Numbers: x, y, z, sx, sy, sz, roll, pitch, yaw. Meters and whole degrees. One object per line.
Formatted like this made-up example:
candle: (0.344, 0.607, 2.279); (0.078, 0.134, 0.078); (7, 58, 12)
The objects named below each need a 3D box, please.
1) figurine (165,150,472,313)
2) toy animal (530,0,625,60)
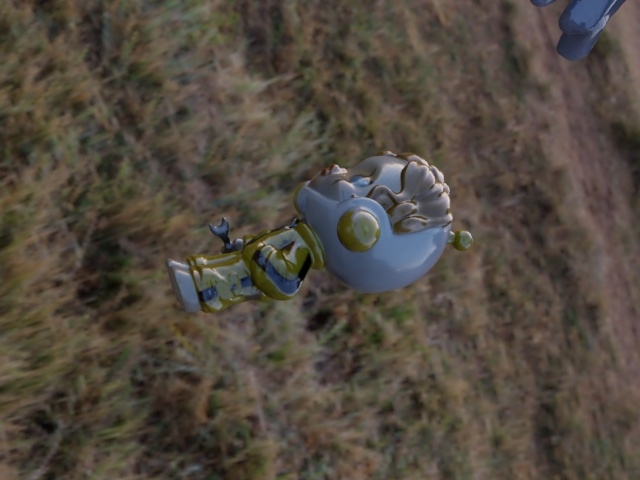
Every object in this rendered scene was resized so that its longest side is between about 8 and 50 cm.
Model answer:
figurine: (0.000, 0.001, 0.671); (0.143, 0.101, 0.068); (-25, 107, -33)
toy animal: (0.155, -0.063, 0.391); (0.081, 0.206, 0.367); (-7, 114, -52)
